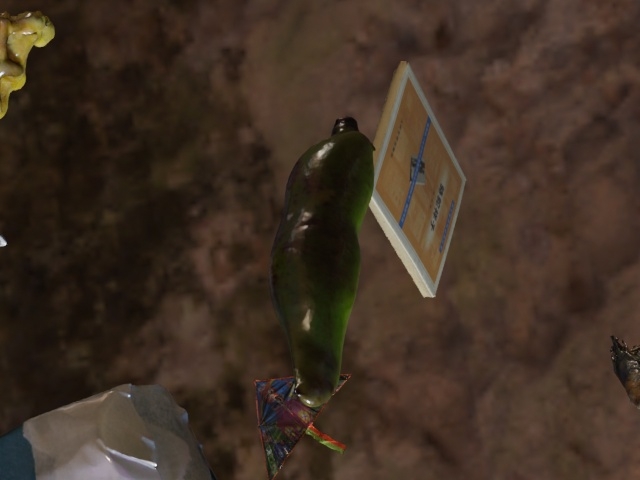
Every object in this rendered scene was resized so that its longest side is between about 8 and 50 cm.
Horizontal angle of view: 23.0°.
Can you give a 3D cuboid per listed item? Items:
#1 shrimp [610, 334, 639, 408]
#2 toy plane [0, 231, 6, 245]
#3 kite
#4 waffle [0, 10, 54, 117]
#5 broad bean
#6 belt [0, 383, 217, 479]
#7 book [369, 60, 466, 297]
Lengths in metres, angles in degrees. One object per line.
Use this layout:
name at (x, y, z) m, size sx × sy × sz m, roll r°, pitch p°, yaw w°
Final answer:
shrimp at (0.393, 0.150, 1.873) m, size 0.034 × 0.091 × 0.161 m, roll 57°, pitch 2°, yaw -25°
toy plane at (-0.431, -0.047, 1.672) m, size 0.058 × 0.226 × 0.226 m, roll -67°, pitch 176°, yaw -53°
kite at (-0.030, 0.238, 2.110) m, size 0.159 × 0.190 × 0.010 m, roll 41°, pitch 13°, yaw 19°
waffle at (-0.407, -0.209, 1.364) m, size 0.151 × 0.261 × 0.324 m, roll -6°, pitch -56°, yaw 55°
broad bean at (0.000, 0.000, 1.293) m, size 0.061 × 0.077 × 0.339 m, roll -36°, pitch -149°, yaw 40°
belt at (-0.302, 0.333, 1.779) m, size 0.436 × 0.300 × 0.173 m, roll -49°, pitch -119°, yaw 31°
book at (0.108, -0.064, 1.766) m, size 0.241 × 0.018 × 0.170 m, roll 55°, pitch 46°, yaw -54°
